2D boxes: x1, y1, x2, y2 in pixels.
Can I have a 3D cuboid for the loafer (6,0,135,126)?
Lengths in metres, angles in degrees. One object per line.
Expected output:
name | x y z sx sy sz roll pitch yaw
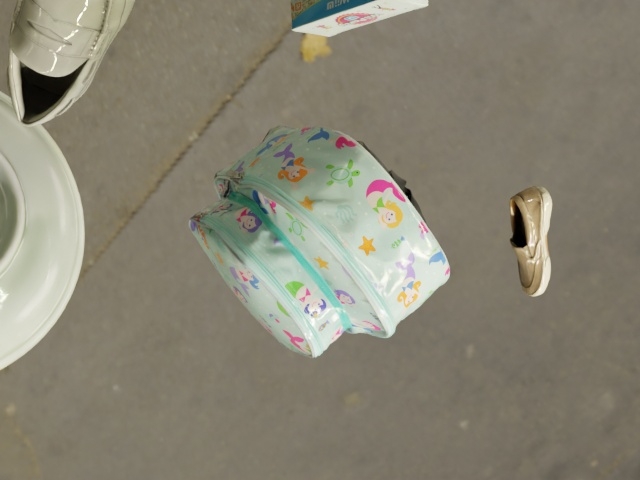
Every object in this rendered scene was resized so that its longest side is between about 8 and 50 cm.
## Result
loafer | -0.270 -0.223 1.225 0.112 0.111 0.319 26 150 -5

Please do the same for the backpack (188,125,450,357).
backpack | 0.000 0.000 1.155 0.191 0.253 0.225 -43 108 -19

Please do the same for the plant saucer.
plant saucer | -0.462 -0.028 1.357 0.400 0.400 0.100 8 164 -25

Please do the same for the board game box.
board game box | 0.052 -0.503 1.862 0.097 0.224 0.303 0 84 -44

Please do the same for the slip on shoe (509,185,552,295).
slip on shoe | 0.233 0.004 1.313 0.041 0.051 0.135 -15 124 -23
